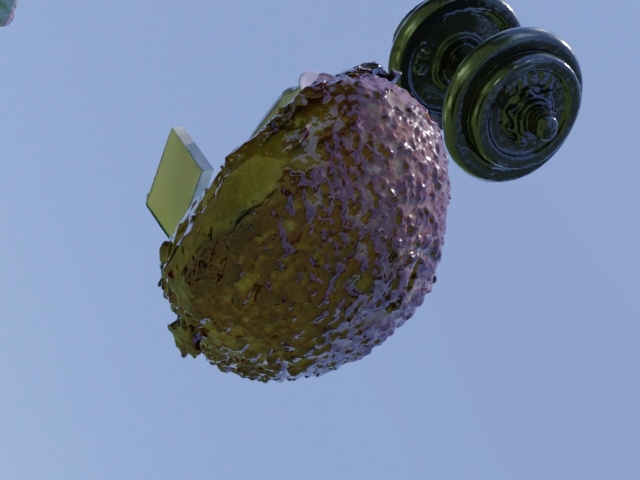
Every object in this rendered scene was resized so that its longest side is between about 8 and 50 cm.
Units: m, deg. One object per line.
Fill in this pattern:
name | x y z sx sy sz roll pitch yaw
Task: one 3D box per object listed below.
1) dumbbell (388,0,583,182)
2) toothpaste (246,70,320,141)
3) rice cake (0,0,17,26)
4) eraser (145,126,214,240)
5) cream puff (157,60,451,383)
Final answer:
dumbbell | 0.198 -0.190 1.712 0.290 0.192 0.192 -131 -151 -51
toothpaste | -0.083 -0.153 2.201 0.066 0.100 0.323 39 -40 -8
rice cake | -0.382 -0.410 1.849 0.081 0.051 0.290 5 -105 50
eraser | -0.209 -0.080 2.093 0.104 0.023 0.150 52 -46 34
cream puff | -0.003 0.003 1.374 0.228 0.350 0.350 46 -31 4
